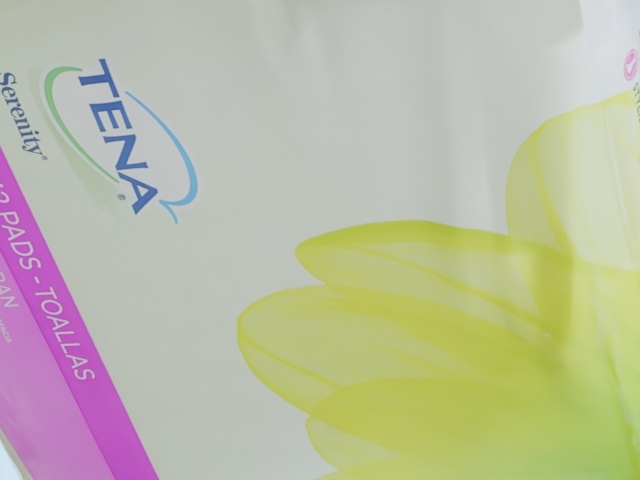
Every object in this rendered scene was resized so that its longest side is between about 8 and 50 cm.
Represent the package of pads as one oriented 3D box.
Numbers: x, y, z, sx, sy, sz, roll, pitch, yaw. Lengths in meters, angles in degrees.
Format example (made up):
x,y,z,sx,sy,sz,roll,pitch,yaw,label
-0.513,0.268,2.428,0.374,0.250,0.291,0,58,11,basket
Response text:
x,y,z,sx,sy,sz,roll,pitch,yaw,label
0.000,0.000,0.605,0.101,0.229,0.296,-79,157,-43,package of pads
